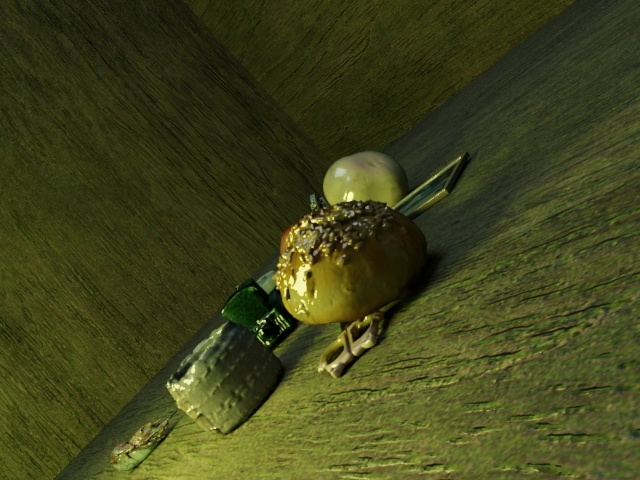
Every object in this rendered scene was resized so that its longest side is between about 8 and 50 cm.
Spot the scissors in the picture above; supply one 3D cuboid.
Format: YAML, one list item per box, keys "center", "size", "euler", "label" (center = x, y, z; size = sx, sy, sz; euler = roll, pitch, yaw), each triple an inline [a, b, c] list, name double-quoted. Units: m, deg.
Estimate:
- center: [0.055, 0.173, 1.310]
  size: [0.160, 0.024, 0.317]
  euler: [-43, 7, 6]
  label: "scissors"

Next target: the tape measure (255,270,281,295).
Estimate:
- center: [-0.214, 0.193, 2.526]
  size: [0.181, 0.107, 0.182]
  euler: [-27, 18, 45]
  label: "tape measure"

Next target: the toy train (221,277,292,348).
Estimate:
- center: [-0.171, 0.193, 1.905]
  size: [0.138, 0.178, 0.330]
  euler: [-44, 7, 0]
  label: "toy train"

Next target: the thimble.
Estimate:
- center: [-0.211, 0.296, 1.501]
  size: [0.205, 0.172, 0.236]
  euler: [-42, 7, 40]
  label: "thimble"

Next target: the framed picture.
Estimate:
- center: [0.266, -0.107, 1.891]
  size: [0.315, 0.024, 0.232]
  euler: [-39, 8, 39]
  label: "framed picture"

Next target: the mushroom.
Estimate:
- center: [0.143, -0.153, 2.177]
  size: [0.254, 0.260, 0.234]
  euler: [-55, -25, -41]
  label: "mushroom"

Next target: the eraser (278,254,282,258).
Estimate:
- center: [0.000, 0.000, 2.442]
  size: [0.352, 0.111, 0.077]
  euler: [-41, 4, 17]
  label: "eraser"

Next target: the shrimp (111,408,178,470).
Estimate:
- center: [-0.487, 0.554, 1.939]
  size: [0.233, 0.079, 0.090]
  euler: [-41, 9, -30]
  label: "shrimp"

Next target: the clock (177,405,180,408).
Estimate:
- center: [-0.368, 0.434, 1.972]
  size: [0.117, 0.080, 0.176]
  euler: [-46, 9, -23]
  label: "clock"

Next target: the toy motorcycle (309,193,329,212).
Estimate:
- center: [0.024, -0.035, 2.145]
  size: [0.094, 0.229, 0.130]
  euler: [-25, -13, 17]
  label: "toy motorcycle"

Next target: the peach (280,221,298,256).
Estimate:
- center: [-0.047, 0.019, 2.307]
  size: [0.184, 0.184, 0.184]
  euler: [-43, 6, 6]
  label: "peach"

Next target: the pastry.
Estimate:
- center: [0.052, 0.018, 1.309]
  size: [0.285, 0.184, 0.316]
  euler: [-6, 24, 35]
  label: "pastry"
